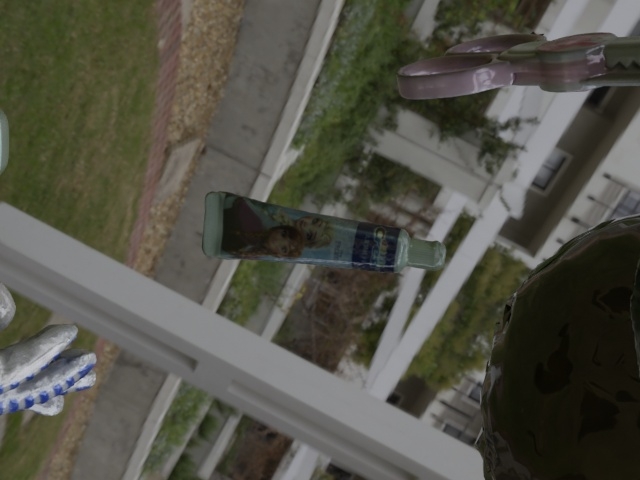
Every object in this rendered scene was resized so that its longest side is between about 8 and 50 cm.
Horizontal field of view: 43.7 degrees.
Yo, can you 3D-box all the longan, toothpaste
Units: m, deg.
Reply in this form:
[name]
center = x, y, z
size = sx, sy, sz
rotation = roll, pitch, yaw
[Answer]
[longan]
center = 0.331, 0.158, 0.720
size = 0.391, 0.391, 0.391
rotation = -62, 178, -5
[toothpaste]
center = 0.000, 0.000, 0.691
size = 0.037, 0.216, 0.061
rotation = -39, 136, -73

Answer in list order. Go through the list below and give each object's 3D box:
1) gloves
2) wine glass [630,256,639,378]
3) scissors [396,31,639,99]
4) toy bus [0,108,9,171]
[gloves]
center = -0.200, 0.032, 0.422
size = 0.097, 0.119, 0.229
rotation = -30, 135, 2
[wine glass]
center = 0.219, 0.030, 0.209
size = 0.267, 0.267, 0.406
rotation = -63, 160, 7
[scissors]
center = 0.162, -0.115, 0.517
size = 0.118, 0.242, 0.030
rotation = -28, 117, -33
[toy bus]
center = -0.426, -0.109, 0.861
size = 0.271, 0.165, 0.133
rotation = -151, -117, -71
